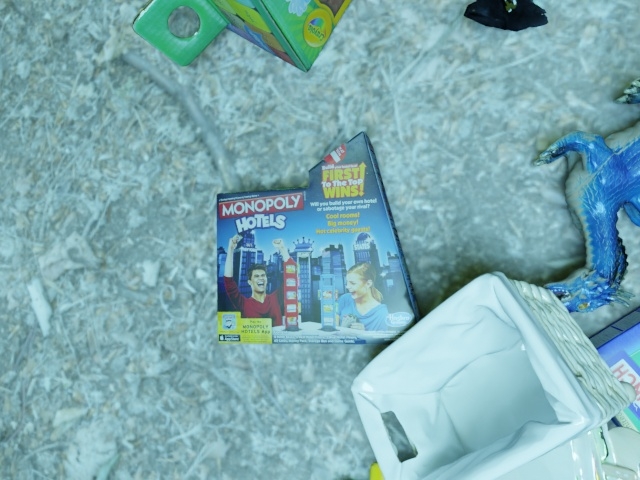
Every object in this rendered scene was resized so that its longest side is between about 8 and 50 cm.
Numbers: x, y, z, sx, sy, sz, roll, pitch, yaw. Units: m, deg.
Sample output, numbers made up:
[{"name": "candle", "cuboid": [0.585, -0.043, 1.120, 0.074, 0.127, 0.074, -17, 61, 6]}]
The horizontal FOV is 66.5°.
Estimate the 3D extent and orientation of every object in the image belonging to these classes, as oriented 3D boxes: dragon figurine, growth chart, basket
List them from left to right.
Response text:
[{"name": "basket", "cuboid": [0.122, 0.116, 0.370, 0.167, 0.103, 0.113, -49, 48, 34]}, {"name": "growth chart", "cuboid": [0.174, 0.223, 0.387, 0.172, 0.021, 0.237, -5, 82, 49]}, {"name": "dragon figurine", "cuboid": [0.280, -0.057, 0.392, 0.289, 0.085, 0.144, -40, 80, 12]}]

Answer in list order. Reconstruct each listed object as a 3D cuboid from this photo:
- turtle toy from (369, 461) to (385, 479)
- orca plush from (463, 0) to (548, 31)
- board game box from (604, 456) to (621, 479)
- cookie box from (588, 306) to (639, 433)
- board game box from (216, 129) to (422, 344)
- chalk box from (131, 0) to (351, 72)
[{"name": "turtle toy", "cuboid": [0.067, 0.246, 0.432, 0.130, 0.066, 0.095, -1, 67, 16]}, {"name": "orca plush", "cuboid": [0.161, -0.346, 0.436, 0.151, 0.102, 0.287, 10, 88, 14]}, {"name": "board game box", "cuboid": [0.245, 0.235, 0.346, 0.201, 0.035, 0.136, -9, 79, 49]}, {"name": "cookie box", "cuboid": [0.280, 0.108, 0.404, 0.107, 0.040, 0.092, -36, 79, 9]}, {"name": "board game box", "cuboid": [0.000, 0.000, 0.471, 0.194, 0.060, 0.194, -2, 84, 14]}, {"name": "chalk box", "cuboid": [-0.062, -0.293, 0.449, 0.179, 0.180, 0.289, 32, 95, 14]}]
